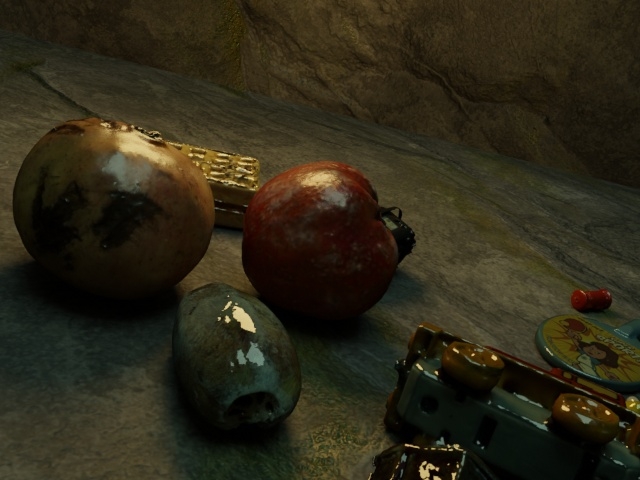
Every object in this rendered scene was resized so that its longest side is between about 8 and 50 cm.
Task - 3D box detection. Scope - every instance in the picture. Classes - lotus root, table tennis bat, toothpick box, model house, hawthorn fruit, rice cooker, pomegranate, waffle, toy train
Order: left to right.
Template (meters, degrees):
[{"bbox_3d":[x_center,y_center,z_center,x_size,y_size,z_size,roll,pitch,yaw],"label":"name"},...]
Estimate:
[{"bbox_3d":[-0.332,-0.053,1.023,0.323,0.321,0.322,11,24,-5],"label":"pomegranate"},{"bbox_3d":[-0.322,-0.140,1.424,0.377,0.113,0.261,9,21,-10],"label":"waffle"},{"bbox_3d":[-0.131,0.133,0.877,0.158,0.139,0.322,1,24,-25],"label":"lotus root"},{"bbox_3d":[0.000,0.000,1.096,0.285,0.284,0.284,11,24,-5],"label":"hawthorn fruit"},{"bbox_3d":[0.110,0.006,1.291,0.118,0.142,0.203,38,40,24],"label":"rice cooker"},{"bbox_3d":[0.115,0.309,0.692,0.166,0.106,0.152,-14,20,34],"label":"model house"},{"bbox_3d":[0.276,0.241,0.836,0.369,0.163,0.232,22,12,20],"label":"toy train"},{"bbox_3d":[0.598,0.131,1.387,0.083,0.047,0.047,1,27,-25],"label":"toothpick box"},{"bbox_3d":[0.553,0.204,1.215,0.329,0.044,0.215,-10,31,-39],"label":"table tennis bat"}]

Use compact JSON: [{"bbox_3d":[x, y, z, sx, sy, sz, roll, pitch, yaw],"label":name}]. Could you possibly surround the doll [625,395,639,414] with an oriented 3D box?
[{"bbox_3d":[0.506,0.284,0.981,0.113,0.071,0.135,25,20,6],"label":"doll"}]
